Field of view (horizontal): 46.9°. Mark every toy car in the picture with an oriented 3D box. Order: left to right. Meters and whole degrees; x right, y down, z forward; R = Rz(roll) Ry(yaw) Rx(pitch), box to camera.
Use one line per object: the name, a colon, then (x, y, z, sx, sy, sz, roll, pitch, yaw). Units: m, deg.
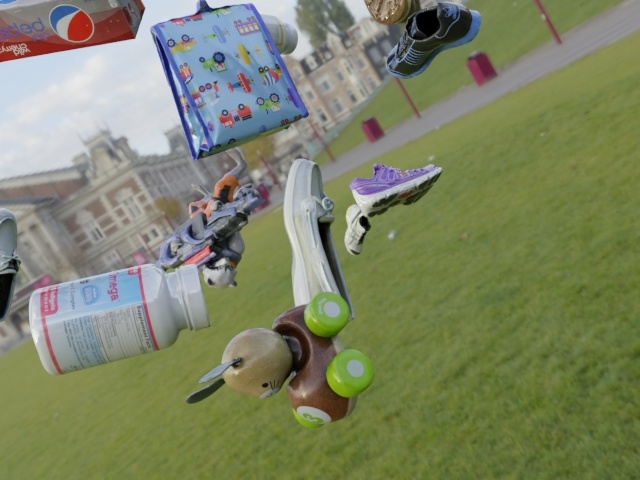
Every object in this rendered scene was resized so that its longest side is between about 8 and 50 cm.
toy car: (-0.060, 0.160, 0.874, 0.188, 0.149, 0.155, -10, -24, -27)

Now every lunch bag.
lunch bag: (-0.190, -0.338, 1.462, 0.221, 0.293, 0.138, -23, 5, -23)

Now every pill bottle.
pill bottle: (-0.194, 0.072, 0.726, 0.160, 0.087, 0.087, -13, 4, -9)
pill bottle: (-0.144, -0.474, 1.714, 0.184, 0.103, 0.103, -9, -11, -44)

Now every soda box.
soda box: (-0.410, -0.346, 1.126, 0.263, 0.092, 0.083, -6, 50, 11)

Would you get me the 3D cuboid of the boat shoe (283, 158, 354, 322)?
boat shoe: (-0.001, 0.001, 1.388, 0.103, 0.321, 0.118, -8, -12, 17)

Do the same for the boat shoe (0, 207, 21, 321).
boat shoe: (-0.631, 0.053, 1.466, 0.081, 0.228, 0.079, 15, 6, 30)

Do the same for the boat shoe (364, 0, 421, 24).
boat shoe: (0.127, -0.602, 1.508, 0.123, 0.342, 0.123, -24, -7, 42)

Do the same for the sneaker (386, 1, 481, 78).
sneaker: (0.176, -0.361, 1.316, 0.090, 0.081, 0.232, 10, -17, -30)

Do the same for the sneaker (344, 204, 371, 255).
sneaker: (0.060, -0.013, 1.144, 0.037, 0.083, 0.032, 15, 29, 36)

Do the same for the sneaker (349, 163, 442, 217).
sneaker: (0.117, -0.093, 1.120, 0.170, 0.071, 0.068, -18, -24, -36)

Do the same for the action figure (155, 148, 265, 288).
action figure: (-0.209, -0.042, 1.689, 0.341, 0.178, 0.330, -24, 52, 35)
